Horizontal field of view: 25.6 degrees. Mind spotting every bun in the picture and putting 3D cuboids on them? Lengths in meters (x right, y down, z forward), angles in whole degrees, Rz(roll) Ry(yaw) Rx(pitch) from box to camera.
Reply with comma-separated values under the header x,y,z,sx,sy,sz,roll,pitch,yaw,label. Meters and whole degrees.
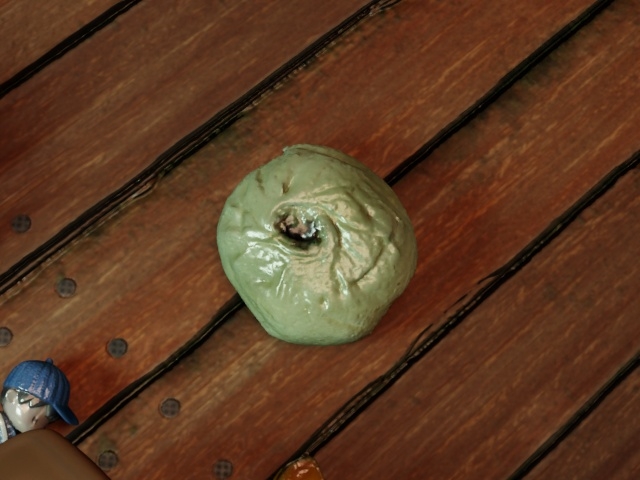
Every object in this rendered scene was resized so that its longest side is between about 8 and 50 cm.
x,y,z,sx,sy,sz,roll,pitch,yaw,label
0.002,0.002,1.485,0.221,0.108,0.221,4,71,-12,bun

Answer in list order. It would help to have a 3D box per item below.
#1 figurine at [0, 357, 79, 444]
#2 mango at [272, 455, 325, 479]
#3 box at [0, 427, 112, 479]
x,y,z,sx,sy,sz,roll,pitch,yaw,label
-0.306,0.176,1.388,0.136,0.077,0.079,-32,63,-8,figurine
-0.018,0.309,1.407,0.101,0.066,0.188,-4,68,-6,mango
-0.291,0.350,1.196,0.339,0.239,0.229,-31,112,-20,box
